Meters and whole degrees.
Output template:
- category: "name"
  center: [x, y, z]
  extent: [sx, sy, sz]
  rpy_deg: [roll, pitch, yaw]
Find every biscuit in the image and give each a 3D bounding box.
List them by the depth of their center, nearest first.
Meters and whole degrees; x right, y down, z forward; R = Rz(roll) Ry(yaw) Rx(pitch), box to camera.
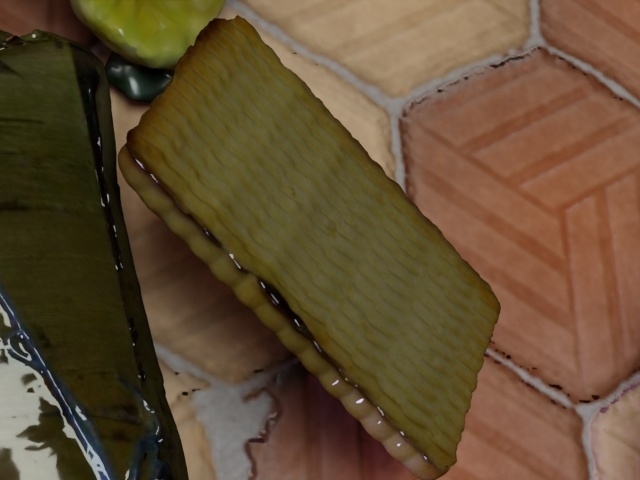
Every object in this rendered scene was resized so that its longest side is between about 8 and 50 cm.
- category: "biscuit"
  center: [0.000, 0.000, 0.810]
  extent: [0.254, 0.029, 0.172]
  rpy_deg: [48, 35, -15]

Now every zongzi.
- category: "zongzi"
  center: [-0.245, 0.057, 0.670]
  extent: [0.360, 0.160, 0.323]
  rpy_deg: [-1, 60, -32]

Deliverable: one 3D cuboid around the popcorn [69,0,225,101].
- category: "popcorn"
  center: [-0.114, -0.282, 0.845]
  extent: [0.293, 0.237, 0.293]
  rpy_deg: [9, 62, -18]
